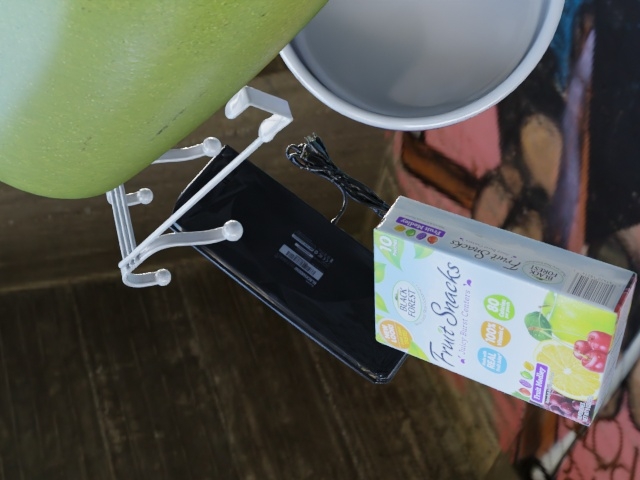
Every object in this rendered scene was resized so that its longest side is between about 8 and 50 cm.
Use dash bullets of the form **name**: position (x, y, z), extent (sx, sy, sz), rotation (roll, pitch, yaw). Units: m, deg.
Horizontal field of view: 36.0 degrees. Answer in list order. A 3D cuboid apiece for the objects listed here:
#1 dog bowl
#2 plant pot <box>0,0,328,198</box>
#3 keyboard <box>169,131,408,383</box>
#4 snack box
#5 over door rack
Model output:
- **dog bowl**: position (0.083, -0.231, 0.894), extent (0.265, 0.265, 0.104), rotation (19, -174, 4)
- **plant pot**: position (-0.124, -0.168, 0.581), extent (0.274, 0.293, 0.275), rotation (20, -138, -19)
- **keyboard**: position (0.000, 0.000, 1.129), extent (0.317, 0.033, 0.201), rotation (38, -110, 5)
- **snack box**: position (0.101, 0.041, 0.569), extent (0.141, 0.100, 0.037), rotation (21, -132, 23)
- **over door rack**: position (-0.133, -0.128, 1.028), extent (0.108, 0.324, 0.239), rotation (2, -123, -35)
